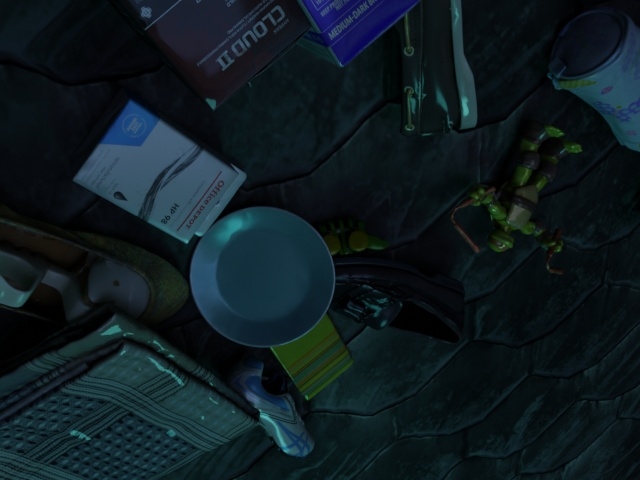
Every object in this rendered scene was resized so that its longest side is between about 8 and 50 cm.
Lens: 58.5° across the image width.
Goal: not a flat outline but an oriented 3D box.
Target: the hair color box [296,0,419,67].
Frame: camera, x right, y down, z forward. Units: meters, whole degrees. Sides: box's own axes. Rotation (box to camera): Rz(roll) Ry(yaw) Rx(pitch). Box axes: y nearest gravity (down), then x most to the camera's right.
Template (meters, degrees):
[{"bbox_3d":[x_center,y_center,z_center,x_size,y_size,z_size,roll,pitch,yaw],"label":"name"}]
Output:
[{"bbox_3d":[-0.067,-0.323,0.474,0.110,0.185,0.339,-40,127,-2],"label":"hair color box"}]

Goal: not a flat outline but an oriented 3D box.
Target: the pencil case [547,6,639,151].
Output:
[{"bbox_3d":[0.459,-0.231,0.861,0.273,0.113,0.124,21,115,-35],"label":"pencil case"}]

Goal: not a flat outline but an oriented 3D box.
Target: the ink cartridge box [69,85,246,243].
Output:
[{"bbox_3d":[-0.167,-0.071,0.635,0.180,0.060,0.104,34,97,-36],"label":"ink cartridge box"}]

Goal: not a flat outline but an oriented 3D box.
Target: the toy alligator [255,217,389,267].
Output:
[{"bbox_3d":[0.000,0.000,0.780,0.189,0.056,0.052,-8,81,-11],"label":"toy alligator"}]

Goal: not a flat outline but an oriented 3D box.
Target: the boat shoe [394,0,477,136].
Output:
[{"bbox_3d":[0.109,-0.267,0.652,0.096,0.117,0.325,-12,127,11],"label":"boat shoe"}]

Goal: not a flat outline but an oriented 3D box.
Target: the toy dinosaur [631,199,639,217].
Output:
[{"bbox_3d":[0.665,-0.161,0.987,0.218,0.164,0.322,5,116,-35],"label":"toy dinosaur"}]

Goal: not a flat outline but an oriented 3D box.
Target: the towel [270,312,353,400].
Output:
[{"bbox_3d":[-0.030,0.140,0.859,0.102,0.021,0.237,-37,127,-13],"label":"towel"}]

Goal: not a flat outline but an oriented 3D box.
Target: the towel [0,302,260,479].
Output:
[{"bbox_3d":[-0.271,0.229,0.678,0.312,0.056,0.324,-28,137,8],"label":"towel"}]

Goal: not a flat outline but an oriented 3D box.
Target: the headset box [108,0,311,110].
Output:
[{"bbox_3d":[-0.145,-0.248,0.453,0.110,0.218,0.293,-41,128,-1],"label":"headset box"}]

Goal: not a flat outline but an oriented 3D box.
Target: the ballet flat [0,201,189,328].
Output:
[{"bbox_3d":[-0.287,0.040,0.600,0.348,0.123,0.123,29,100,-37],"label":"ballet flat"}]

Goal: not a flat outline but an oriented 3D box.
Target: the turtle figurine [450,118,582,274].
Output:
[{"bbox_3d":[0.322,-0.063,0.895,0.269,0.087,0.218,23,96,-27],"label":"turtle figurine"}]

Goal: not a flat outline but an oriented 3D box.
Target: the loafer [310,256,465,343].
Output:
[{"bbox_3d":[0.109,0.093,0.837,0.302,0.095,0.109,12,150,-35],"label":"loafer"}]

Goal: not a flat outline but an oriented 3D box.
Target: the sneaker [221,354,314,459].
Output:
[{"bbox_3d":[-0.063,0.258,0.866,0.086,0.085,0.237,-44,131,-10],"label":"sneaker"}]

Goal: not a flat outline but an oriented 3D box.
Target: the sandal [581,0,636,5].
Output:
[{"bbox_3d":[0.458,-0.367,0.792,0.254,0.055,0.097,-24,159,-19],"label":"sandal"}]

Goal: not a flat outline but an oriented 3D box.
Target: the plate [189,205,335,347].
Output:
[{"bbox_3d":[-0.074,0.047,0.741,0.188,0.024,0.188,0,102,0],"label":"plate"}]
